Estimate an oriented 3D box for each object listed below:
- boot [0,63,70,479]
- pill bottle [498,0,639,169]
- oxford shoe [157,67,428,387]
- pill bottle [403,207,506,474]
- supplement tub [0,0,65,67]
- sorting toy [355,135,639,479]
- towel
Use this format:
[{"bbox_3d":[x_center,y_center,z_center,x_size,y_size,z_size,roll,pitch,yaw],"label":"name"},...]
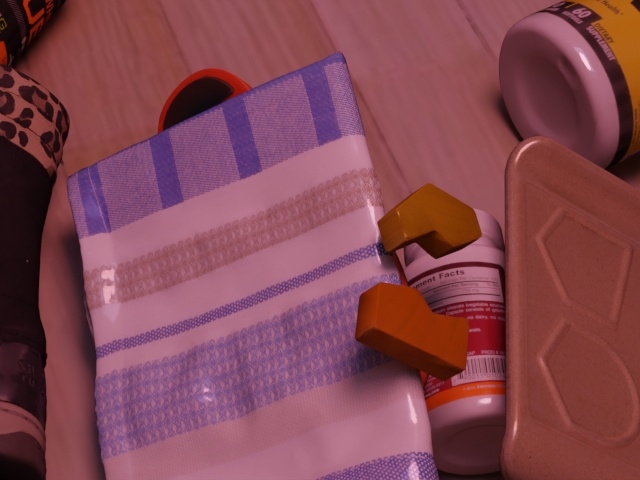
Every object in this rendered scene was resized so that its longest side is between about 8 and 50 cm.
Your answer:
[{"bbox_3d":[-0.333,0.008,0.880,0.377,0.138,0.284,7,55,-5],"label":"boot"},{"bbox_3d":[0.241,-0.135,1.045,0.208,0.119,0.119,-25,60,-21],"label":"pill bottle"},{"bbox_3d":[0.000,0.000,0.927,0.097,0.098,0.271,-41,57,14],"label":"oxford shoe"},{"bbox_3d":[0.090,0.059,0.912,0.086,0.086,0.152,-1,54,-5],"label":"pill bottle"},{"bbox_3d":[-0.245,-0.179,1.037,0.117,0.117,0.190,23,56,12],"label":"supplement tub"},{"bbox_3d":[0.149,0.054,0.874,0.307,0.041,0.229,27,51,-25],"label":"sorting toy"},{"bbox_3d":[-0.050,0.047,0.857,0.209,0.034,0.285,-22,62,22],"label":"towel"}]
